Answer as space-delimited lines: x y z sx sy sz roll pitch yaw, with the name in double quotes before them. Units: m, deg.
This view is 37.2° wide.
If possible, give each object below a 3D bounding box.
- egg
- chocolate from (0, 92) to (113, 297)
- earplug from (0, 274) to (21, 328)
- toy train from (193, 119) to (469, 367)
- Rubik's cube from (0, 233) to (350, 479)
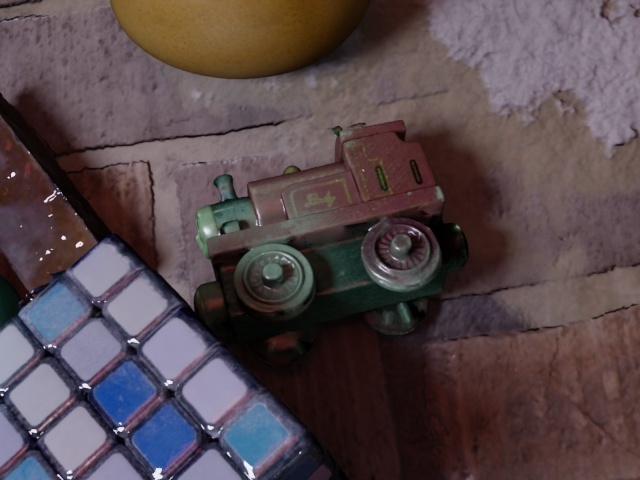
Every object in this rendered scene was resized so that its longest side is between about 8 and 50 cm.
"egg" -0.092 -0.315 1.123 0.322 0.250 0.250 -12 69 3
"chocolate" -0.350 -0.046 1.126 0.112 0.112 0.321 -41 72 0
"earplug" -0.467 0.107 1.042 0.280 0.257 0.164 12 34 -27
"toy train" 0.000 0.000 1.049 0.304 0.150 0.221 -13 61 -9
"Rubik's cube" -0.168 0.223 0.885 0.293 0.287 0.292 38 77 27
